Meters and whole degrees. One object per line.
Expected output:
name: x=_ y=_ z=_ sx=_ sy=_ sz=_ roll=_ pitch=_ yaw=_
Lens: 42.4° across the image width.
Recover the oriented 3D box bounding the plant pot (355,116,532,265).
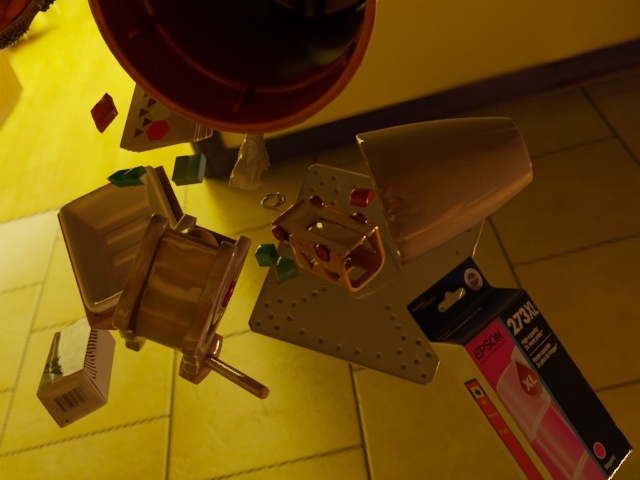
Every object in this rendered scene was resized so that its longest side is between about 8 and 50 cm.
plant pot: x=0.235 y=-0.118 z=1.512 sx=0.274 sy=0.256 sz=0.256 roll=-19 pitch=37 yaw=4

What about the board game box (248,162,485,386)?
board game box: x=0.098 y=0.062 z=1.682 sx=0.390 sy=0.050 sz=0.389 roll=15 pitch=73 yaw=17

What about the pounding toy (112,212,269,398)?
pounding toy: x=-0.097 y=0.057 z=0.816 sx=0.155 sy=0.269 sz=0.154 roll=21 pitch=72 yaw=-1

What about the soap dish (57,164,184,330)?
soap dish: x=-0.352 y=0.015 z=1.556 sx=0.229 sy=0.118 sz=0.290 roll=-26 pitch=54 yaw=-3

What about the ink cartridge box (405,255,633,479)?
ink cartridge box: x=0.290 y=0.201 z=1.189 sx=0.176 sy=0.370 sz=0.069 roll=-32 pitch=-5 yaw=-40

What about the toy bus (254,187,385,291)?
toy bus: x=0.004 y=0.007 z=1.315 sx=0.191 sy=0.104 sz=0.202 roll=-11 pitch=37 yaw=9

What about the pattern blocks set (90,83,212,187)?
pattern blocks set: x=-0.241 y=-0.224 z=1.334 sx=0.286 sy=0.026 sz=0.324 roll=4 pitch=64 yaw=23

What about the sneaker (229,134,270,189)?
sneaker: x=-0.121 y=-0.154 z=1.522 sx=0.061 sy=0.053 sz=0.152 roll=20 pitch=60 yaw=-10

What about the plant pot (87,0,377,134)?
plant pot: x=-0.047 y=-0.282 z=0.814 sx=0.273 sy=0.272 sz=0.265 roll=-1 pitch=29 yaw=20

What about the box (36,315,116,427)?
box: x=-0.498 y=0.260 z=1.706 sx=0.113 sy=0.094 sz=0.275 roll=-29 pitch=22 yaw=-1

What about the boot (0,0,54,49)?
boot: x=-0.500 y=-0.375 z=1.326 sx=0.158 sy=0.085 sz=0.059 roll=-53 pitch=8 yaw=-12
